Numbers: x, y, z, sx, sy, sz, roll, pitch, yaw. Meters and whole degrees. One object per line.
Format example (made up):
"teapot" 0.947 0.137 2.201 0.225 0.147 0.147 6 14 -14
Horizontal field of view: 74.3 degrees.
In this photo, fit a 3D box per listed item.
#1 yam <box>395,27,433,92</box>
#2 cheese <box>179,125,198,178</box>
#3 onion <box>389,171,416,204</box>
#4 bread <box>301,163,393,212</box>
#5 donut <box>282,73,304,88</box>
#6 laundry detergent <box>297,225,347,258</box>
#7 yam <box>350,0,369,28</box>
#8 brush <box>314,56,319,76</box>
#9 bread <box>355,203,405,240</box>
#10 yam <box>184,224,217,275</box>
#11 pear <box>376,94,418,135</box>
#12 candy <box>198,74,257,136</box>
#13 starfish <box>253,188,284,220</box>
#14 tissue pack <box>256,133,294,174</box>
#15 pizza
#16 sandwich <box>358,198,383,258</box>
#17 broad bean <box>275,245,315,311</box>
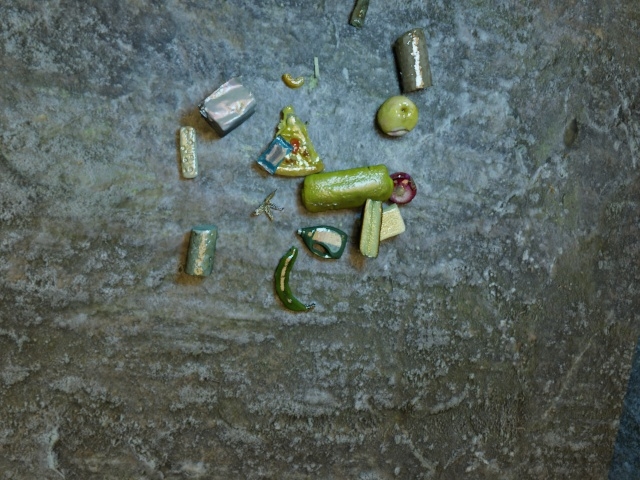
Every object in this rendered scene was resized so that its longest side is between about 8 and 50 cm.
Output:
"yam" 0.391 -0.753 1.781 0.129 0.128 0.238 -30 111 -47
"cheese" -0.498 -0.332 1.595 0.065 0.043 0.194 -2 96 -18
"onion" 0.346 -0.241 1.832 0.150 0.140 0.150 8 129 10
"bread" 0.112 -0.205 1.715 0.383 0.112 0.166 -9 114 -6
"donut" -0.107 -0.644 1.687 0.083 0.038 0.067 44 85 -17
"laundry detergent" 0.000 0.000 1.763 0.211 0.063 0.137 15 97 -17
"yam" 0.182 -1.003 1.733 0.061 0.061 0.253 16 89 -17
"brush" -0.017 -0.706 1.722 0.016 0.013 0.083 -4 89 -21
"bread" 0.262 -0.066 1.815 0.188 0.068 0.125 -22 103 -2
"yam" -0.452 0.033 1.608 0.107 0.107 0.194 9 92 -17
"pear" 0.325 -0.518 1.760 0.178 0.178 0.178 -1 95 -16
"candy" -0.342 -0.487 1.557 0.195 0.185 0.137 -43 100 -9
"starfish" -0.205 -0.149 1.701 0.133 0.041 0.130 13 97 -44
"tissue pack" -0.174 -0.332 1.635 0.085 0.028 0.138 40 95 -12
"pizza" -0.122 -0.397 1.684 0.280 0.075 0.287 -9 99 -16
"sandwich" 0.205 -0.054 1.734 0.090 0.088 0.244 5 104 1
"broad bean" -0.120 0.177 1.753 0.144 0.049 0.292 -21 103 -20
